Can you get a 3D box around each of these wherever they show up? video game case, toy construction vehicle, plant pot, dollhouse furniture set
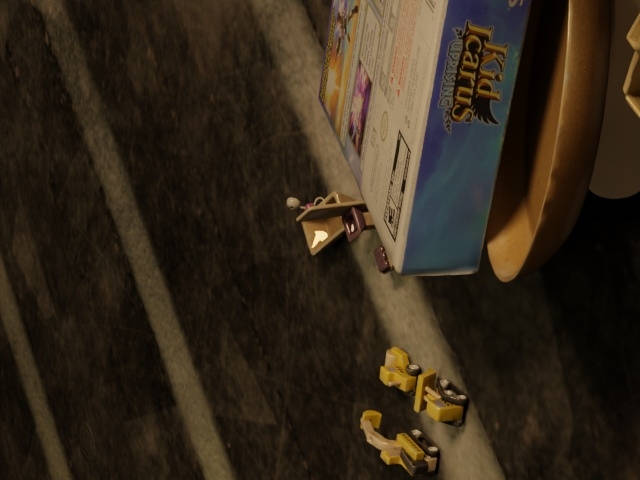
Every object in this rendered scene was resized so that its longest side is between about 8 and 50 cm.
[{"bbox_3d":[0.067,-0.154,1.093,0.244,0.061,0.270,-112,26,-55],"label":"video game case"},{"bbox_3d":[0.066,0.132,1.269,0.098,0.035,0.086,42,132,48],"label":"toy construction vehicle"},{"bbox_3d":[0.134,-0.091,0.996,0.236,0.032,0.236,-174,90,-86],"label":"plant pot"},{"bbox_3d":[0.000,0.000,1.300,0.114,0.081,0.091,-40,63,56],"label":"dollhouse furniture set"}]

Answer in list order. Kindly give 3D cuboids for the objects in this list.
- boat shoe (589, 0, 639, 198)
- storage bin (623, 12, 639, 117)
[{"bbox_3d":[0.180,-0.117,0.987,0.063,0.066,0.184,-92,-1,-64],"label":"boat shoe"},{"bbox_3d":[0.288,-0.076,0.747,0.262,0.123,0.260,61,145,31],"label":"storage bin"}]
